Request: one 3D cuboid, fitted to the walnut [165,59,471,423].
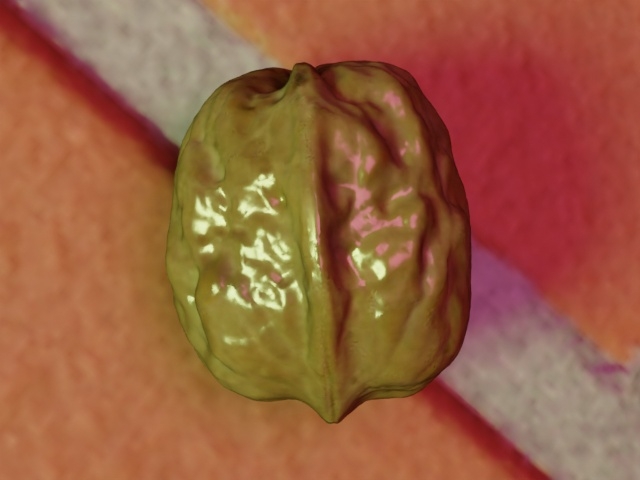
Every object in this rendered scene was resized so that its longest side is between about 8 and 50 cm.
[{"bbox_3d":[0.000,0.000,0.520,0.079,0.082,0.096,-4,82,3],"label":"walnut"}]
